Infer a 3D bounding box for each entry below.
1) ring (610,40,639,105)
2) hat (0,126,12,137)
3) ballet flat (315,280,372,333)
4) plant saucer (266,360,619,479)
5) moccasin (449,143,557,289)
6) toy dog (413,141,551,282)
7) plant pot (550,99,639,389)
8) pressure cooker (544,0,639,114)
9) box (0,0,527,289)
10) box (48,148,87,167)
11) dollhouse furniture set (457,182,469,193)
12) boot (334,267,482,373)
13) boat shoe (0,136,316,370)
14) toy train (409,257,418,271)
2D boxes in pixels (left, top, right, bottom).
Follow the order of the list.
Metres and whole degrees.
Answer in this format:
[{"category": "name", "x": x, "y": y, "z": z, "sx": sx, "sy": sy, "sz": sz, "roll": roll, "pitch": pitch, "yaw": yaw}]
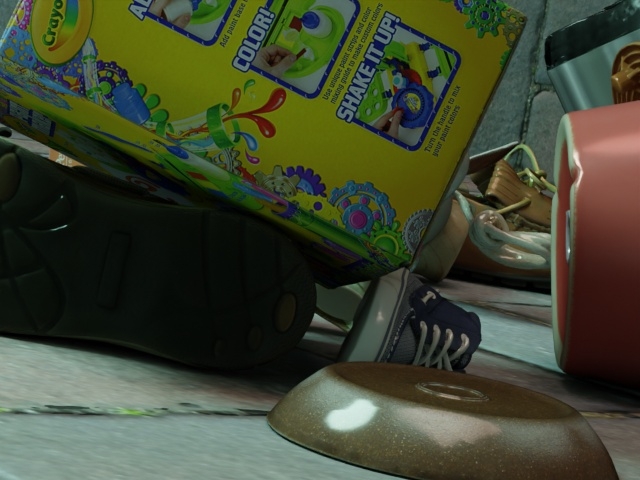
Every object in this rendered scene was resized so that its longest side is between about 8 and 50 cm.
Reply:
[{"category": "ring", "x": 0.376, "y": -0.042, "z": 1.956, "sx": 0.032, "sy": 0.336, "sz": 0.336, "roll": -29, "pitch": 13, "yaw": -9}, {"category": "hat", "x": -0.394, "y": -0.059, "z": 1.437, "sx": 0.331, "sy": 0.134, "sz": 0.331, "roll": 12, "pitch": 8, "yaw": -2}, {"category": "ballet flat", "x": -0.015, "y": 0.016, "z": 1.501, "sx": 0.206, "sy": 0.073, "sz": 0.067, "roll": 24, "pitch": 18, "yaw": 17}, {"category": "plant saucer", "x": 0.070, "y": 0.099, "z": 1.103, "sx": 0.198, "sy": 0.036, "sz": 0.198, "roll": 10, "pitch": 5, "yaw": -1}, {"category": "moccasin", "x": 0.182, "y": -0.032, "z": 2.113, "sx": 0.380, "sy": 0.147, "sz": 0.139, "roll": 9, "pitch": 5, "yaw": -2}, {"category": "toy dog", "x": 0.100, "y": -0.075, "z": 1.903, "sx": 0.220, "sy": 0.161, "sz": 0.334, "roll": 26, "pitch": -16, "yaw": -22}, {"category": "plant pot", "x": 0.297, "y": 0.003, "z": 1.462, "sx": 0.243, "sy": 0.275, "sz": 0.275, "roll": 1, "pitch": 5, "yaw": 2}, {"category": "pressure cooker", "x": 0.501, "y": -0.127, "z": 2.364, "sx": 0.370, "sy": 0.420, "sz": 0.375, "roll": -24, "pitch": 1, "yaw": -10}, {"category": "box", "x": -0.054, "y": -0.110, "z": 1.310, "sx": 0.279, "sy": 0.177, "sz": 0.290, "roll": 27, "pitch": -8, "yaw": -7}, {"category": "box", "x": -0.117, "y": -0.158, "z": 2.253, "sx": 0.345, "sy": 0.215, "sz": 0.168, "roll": 8, "pitch": 7, "yaw": 29}, {"category": "dollhouse furniture set", "x": 0.048, "y": -0.117, "z": 2.360, "sx": 0.135, "sy": 0.262, "sz": 0.259, "roll": 1, "pitch": 41, "yaw": -47}, {"category": "boot", "x": 0.065, "y": 0.064, "z": 1.327, "sx": 0.086, "sy": 0.069, "sz": 0.190, "roll": 28, "pitch": 17, "yaw": 0}, {"category": "boat shoe", "x": -0.157, "y": 0.010, "z": 1.287, "sx": 0.324, "sy": 0.122, "sz": 0.120, "roll": 18, "pitch": 1, "yaw": 6}, {"category": "toy train", "x": 0.000, "y": 0.000, "z": 1.827, "sx": 0.184, "sy": 0.080, "sz": 0.105, "roll": 12, "pitch": -3, "yaw": 3}]
